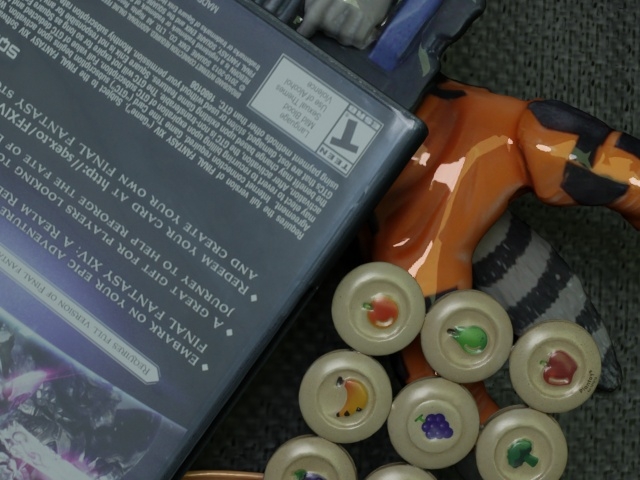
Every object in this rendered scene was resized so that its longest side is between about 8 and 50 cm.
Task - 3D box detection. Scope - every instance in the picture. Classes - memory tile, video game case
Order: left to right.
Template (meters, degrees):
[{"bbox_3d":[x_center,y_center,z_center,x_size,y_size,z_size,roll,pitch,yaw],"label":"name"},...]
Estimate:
[{"bbox_3d":[-0.117,0.013,0.587,0.196,0.026,0.274,37,95,13],"label":"video game case"},{"bbox_3d":[0.038,0.089,0.605,0.113,0.012,0.148,19,94,-5],"label":"memory tile"}]

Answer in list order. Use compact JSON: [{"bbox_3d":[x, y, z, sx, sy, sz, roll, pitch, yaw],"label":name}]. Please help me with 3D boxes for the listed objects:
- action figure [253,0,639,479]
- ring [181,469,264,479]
[{"bbox_3d":[0.000,0.000,0.684,0.330,0.178,0.341,43,101,-3],"label":"action figure"},{"bbox_3d":[-0.046,0.260,0.625,0.337,0.032,0.336,0,88,-5],"label":"ring"}]
